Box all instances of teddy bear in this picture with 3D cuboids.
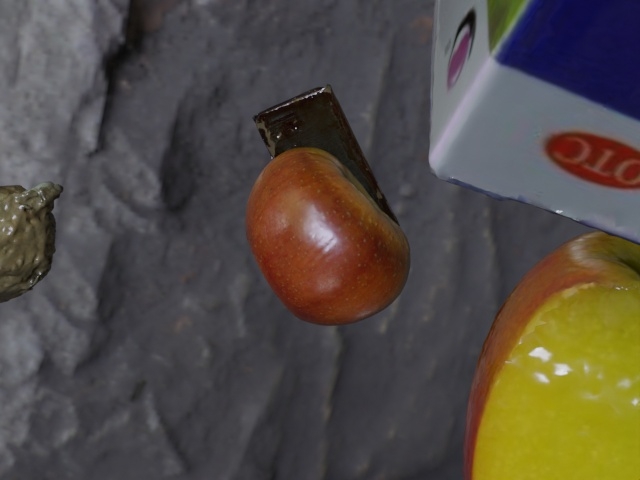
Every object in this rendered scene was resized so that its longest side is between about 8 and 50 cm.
[{"bbox_3d":[-0.406,-0.006,1.692,0.256,0.156,0.267,-3,142,-38],"label":"teddy bear"}]

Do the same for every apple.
[{"bbox_3d":[0.000,0.000,1.980,0.173,0.235,0.210,-42,145,9],"label":"apple"}]

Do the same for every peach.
[{"bbox_3d":[0.246,0.168,1.179,0.306,0.242,0.381,-31,120,-62],"label":"peach"}]

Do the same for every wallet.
[{"bbox_3d":[0.007,-0.089,2.094,0.031,0.121,0.232,-81,147,-63],"label":"wallet"}]

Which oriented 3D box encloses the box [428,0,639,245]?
[{"bbox_3d":[0.170,-0.112,0.303,0.106,0.200,0.299,-84,-163,-47],"label":"box"}]
